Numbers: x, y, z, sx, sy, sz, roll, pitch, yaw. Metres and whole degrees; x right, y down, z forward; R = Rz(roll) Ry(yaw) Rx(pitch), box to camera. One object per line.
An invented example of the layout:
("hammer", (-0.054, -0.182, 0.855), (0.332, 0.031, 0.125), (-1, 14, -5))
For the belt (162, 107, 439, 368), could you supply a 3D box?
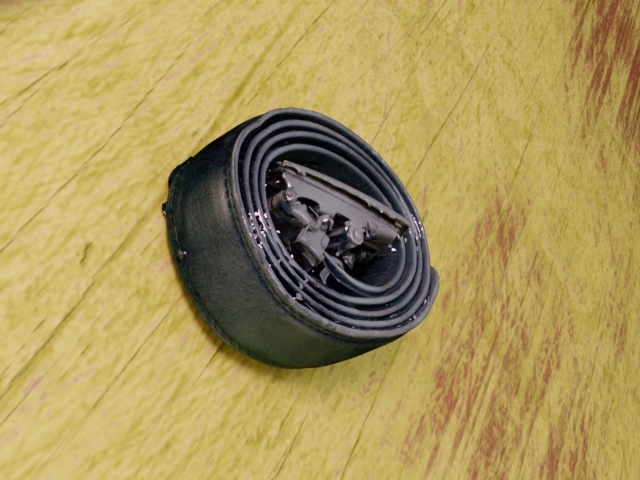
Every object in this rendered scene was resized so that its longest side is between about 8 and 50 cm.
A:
("belt", (0.000, 0.000, 0.784), (0.267, 0.116, 0.206), (13, 59, -46))
